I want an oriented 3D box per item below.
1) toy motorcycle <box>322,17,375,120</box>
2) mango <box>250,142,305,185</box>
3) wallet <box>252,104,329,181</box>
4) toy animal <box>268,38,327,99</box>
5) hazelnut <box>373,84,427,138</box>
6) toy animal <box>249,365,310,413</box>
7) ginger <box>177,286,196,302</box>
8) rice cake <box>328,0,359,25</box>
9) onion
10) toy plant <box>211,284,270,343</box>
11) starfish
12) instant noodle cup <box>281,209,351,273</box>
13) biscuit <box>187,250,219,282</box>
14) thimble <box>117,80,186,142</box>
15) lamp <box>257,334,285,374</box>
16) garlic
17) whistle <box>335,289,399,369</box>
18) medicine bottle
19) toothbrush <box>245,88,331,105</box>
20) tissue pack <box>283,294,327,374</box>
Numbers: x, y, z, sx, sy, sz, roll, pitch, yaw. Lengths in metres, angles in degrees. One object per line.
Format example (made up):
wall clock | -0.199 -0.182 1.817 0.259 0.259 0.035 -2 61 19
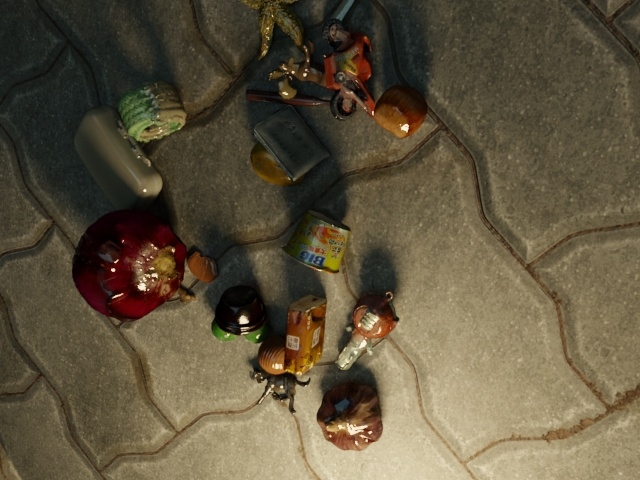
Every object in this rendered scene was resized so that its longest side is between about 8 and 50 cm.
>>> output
toy motorcycle | 0.088 -0.511 1.688 0.089 0.171 0.297 12 112 55
mango | -0.140 -0.250 1.847 0.195 0.098 0.137 27 120 10
wallet | -0.096 -0.314 1.798 0.167 0.036 0.222 -37 86 -22
toy animal | -0.054 -0.526 1.758 0.215 0.093 0.186 21 132 -1
hazelnut | 0.239 -0.386 1.675 0.151 0.150 0.150 4 102 19
toy animal | -0.152 0.524 2.023 0.233 0.084 0.147 5 101 23
ginger | -0.513 0.210 2.120 0.097 0.030 0.048 28 81 10
rice cake | 0.077 -0.708 1.710 0.047 0.036 0.206 45 113 20
onion | -0.717 0.058 2.012 0.420 0.399 0.397 27 110 37
toy plant | -0.287 0.275 1.985 0.218 0.175 0.235 12 130 12
starfish | -0.162 -0.742 1.775 0.358 0.078 0.346 15 108 17
instant noodle cup | 0.000 0.000 1.810 0.205 0.205 0.152 28 99 13
biscuit | -0.432 0.100 2.072 0.131 0.019 0.102 35 112 10
thimble | -0.566 -0.435 1.905 0.219 0.219 0.150 -24 90 23
lamp | -0.152 0.400 1.969 0.137 0.136 0.136 4 102 19
garlic | 0.099 0.601 1.904 0.245 0.160 0.244 1 92 17
whistle | 0.147 0.292 1.846 0.142 0.133 0.346 31 118 2
medicine bottle | -0.731 -0.281 2.021 0.375 0.123 0.282 54 136 2
toothbrush | -0.072 -0.454 1.813 0.364 0.041 0.040 10 104 17
tissue pack | -0.052 0.311 1.888 0.092 0.183 0.225 12 104 19
